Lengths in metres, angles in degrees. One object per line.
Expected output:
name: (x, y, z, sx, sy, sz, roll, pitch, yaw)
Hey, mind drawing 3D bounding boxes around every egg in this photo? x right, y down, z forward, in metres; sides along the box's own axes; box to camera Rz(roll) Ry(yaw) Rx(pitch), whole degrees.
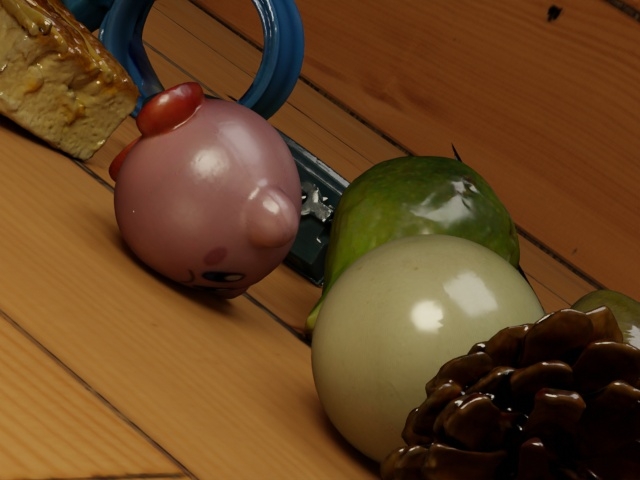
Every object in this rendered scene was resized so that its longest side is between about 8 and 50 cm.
egg: (0.087, 0.089, 1.410, 0.188, 0.188, 0.254, 33, 1, 1)

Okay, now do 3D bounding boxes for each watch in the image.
watch: (-0.189, -0.249, 2.236, 0.274, 0.305, 0.241, 64, 16, 3)

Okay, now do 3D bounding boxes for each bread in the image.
bread: (-0.322, -0.214, 1.792, 0.275, 0.114, 0.185, 41, 4, 38)

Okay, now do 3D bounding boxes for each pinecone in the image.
pinecone: (0.152, 0.156, 1.191, 0.202, 0.229, 0.201, 53, -7, -9)

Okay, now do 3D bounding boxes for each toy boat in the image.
toy boat: (-0.081, -0.074, 1.949, 0.296, 0.114, 0.122, 35, -12, 18)

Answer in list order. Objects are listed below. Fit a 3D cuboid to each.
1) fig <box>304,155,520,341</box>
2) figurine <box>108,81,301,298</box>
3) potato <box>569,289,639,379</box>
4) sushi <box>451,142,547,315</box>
fig: (0.072, 0.034, 1.732, 0.206, 0.206, 0.275, 36, 31, 17)
figurine: (-0.096, -0.036, 1.543, 0.173, 0.173, 0.173, 32, 9, -6)
potato: (0.319, 0.166, 1.842, 0.174, 0.159, 0.251, 27, 43, -23)
sushi: (0.186, 0.084, 2.061, 0.296, 0.100, 0.373, 60, 11, -18)
